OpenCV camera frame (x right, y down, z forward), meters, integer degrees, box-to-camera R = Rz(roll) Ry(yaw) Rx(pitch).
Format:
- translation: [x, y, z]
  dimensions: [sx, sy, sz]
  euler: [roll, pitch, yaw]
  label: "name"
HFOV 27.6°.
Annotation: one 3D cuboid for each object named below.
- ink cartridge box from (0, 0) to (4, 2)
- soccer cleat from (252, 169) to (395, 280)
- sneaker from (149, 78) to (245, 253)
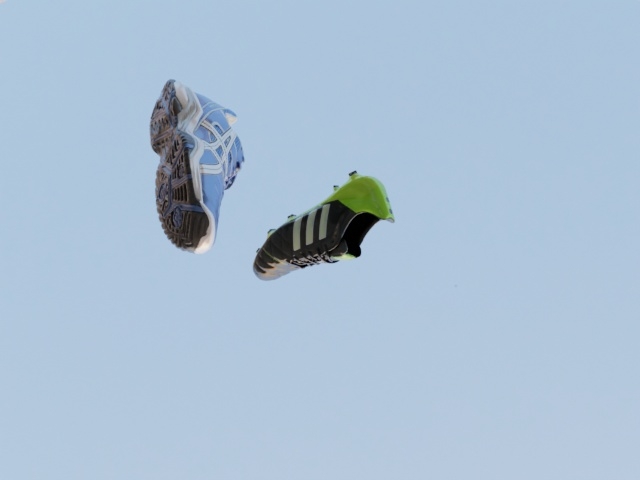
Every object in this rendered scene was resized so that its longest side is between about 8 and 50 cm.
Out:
- translation: [-0.382, -0.344, 1.186]
  dimensions: [0.121, 0.211, 0.289]
  euler: [-35, -68, -33]
  label: "ink cartridge box"
- translation: [0.000, 0.000, 1.365]
  dimensions: [0.179, 0.060, 0.072]
  euler: [-37, -121, 24]
  label: "soccer cleat"
- translation: [-0.108, -0.071, 1.221]
  dimensions: [0.081, 0.211, 0.080]
  euler: [16, -48, -24]
  label: "sneaker"
